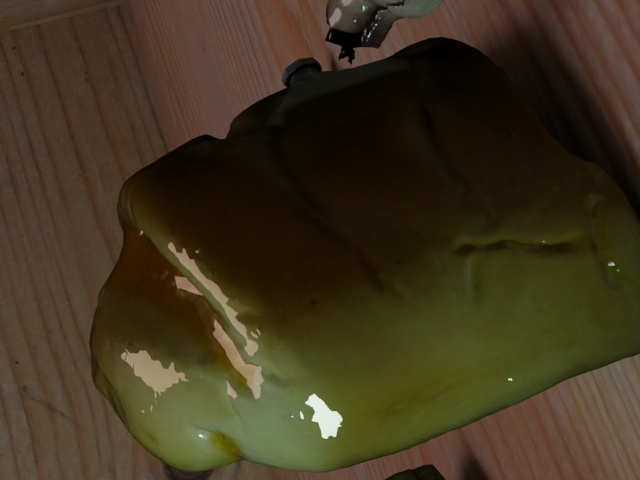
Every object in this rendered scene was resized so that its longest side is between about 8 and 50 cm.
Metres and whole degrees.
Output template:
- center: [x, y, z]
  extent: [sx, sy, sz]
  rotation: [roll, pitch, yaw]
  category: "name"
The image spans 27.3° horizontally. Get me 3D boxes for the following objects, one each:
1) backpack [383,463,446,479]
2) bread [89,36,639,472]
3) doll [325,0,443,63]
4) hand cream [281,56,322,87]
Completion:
- center: [0.109, 0.347, 1.300]
  extent: [0.207, 0.140, 0.253]
  rotation: [-121, 15, -48]
  category: "backpack"
- center: [0.000, 0.000, 0.857]
  extent: [0.300, 0.341, 0.210]
  rotation: [-117, 8, -65]
  category: "bread"
- center: [0.067, -0.190, 0.749]
  extent: [0.192, 0.095, 0.149]
  rotation: [-7, 98, 45]
  category: "doll"
- center: [0.033, -0.074, 1.348]
  extent: [0.095, 0.059, 0.276]
  rotation: [96, 151, -59]
  category: "hand cream"
